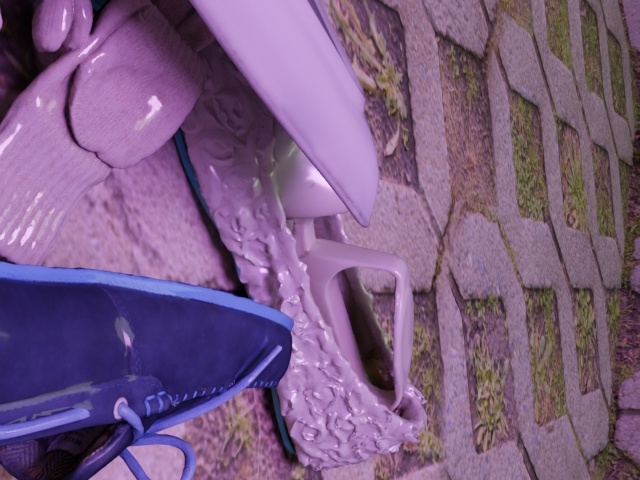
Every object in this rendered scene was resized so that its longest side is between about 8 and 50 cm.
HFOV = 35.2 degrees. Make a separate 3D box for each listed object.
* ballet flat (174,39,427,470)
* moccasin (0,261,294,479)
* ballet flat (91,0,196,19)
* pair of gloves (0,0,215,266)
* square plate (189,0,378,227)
[{"bbox_3d":[0.000,0.000,0.807,0.147,0.147,0.408,-51,130,-55],"label":"ballet flat"},{"bbox_3d":[-0.148,0.073,0.527,0.342,0.138,0.116,10,81,-49],"label":"moccasin"},{"bbox_3d":[-0.154,-0.188,0.590,0.091,0.077,0.241,-45,139,0],"label":"ballet flat"},{"bbox_3d":[-0.151,-0.116,0.524,0.204,0.042,0.240,-52,139,-19],"label":"pair of gloves"},{"bbox_3d":[-0.069,-0.222,0.618,0.347,0.049,0.344,52,14,-53],"label":"square plate"}]
